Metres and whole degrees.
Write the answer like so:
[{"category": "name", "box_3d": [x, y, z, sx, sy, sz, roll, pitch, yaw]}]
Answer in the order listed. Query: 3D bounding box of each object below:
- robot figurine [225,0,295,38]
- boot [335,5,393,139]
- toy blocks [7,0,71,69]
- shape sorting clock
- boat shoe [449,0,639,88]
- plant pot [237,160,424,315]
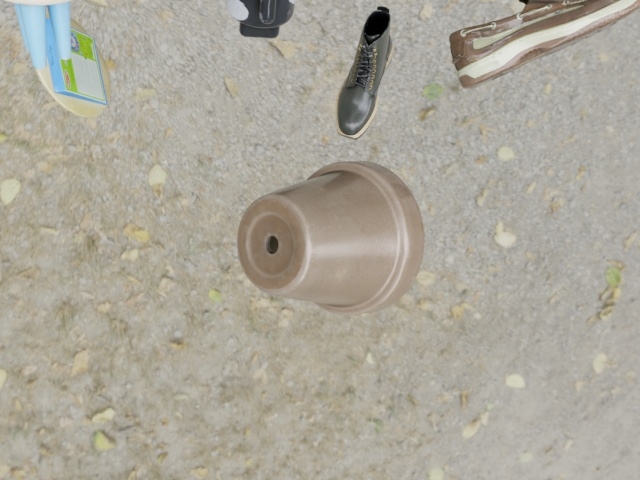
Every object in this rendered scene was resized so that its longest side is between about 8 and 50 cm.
[{"category": "robot figurine", "box_3d": [-0.133, -0.614, 1.461, 0.173, 0.209, 0.278, -36, 156, -32]}, {"category": "boot", "box_3d": [0.070, -0.283, 1.056, 0.077, 0.137, 0.197, 15, 83, 6]}, {"category": "toy blocks", "box_3d": [-0.171, -0.152, 0.283, 0.123, 0.054, 0.148, 3, 135, -12]}, {"category": "shape sorting clock", "box_3d": [-0.483, -0.340, 1.213, 0.040, 0.206, 0.206, -13, 119, 17]}, {"category": "boat shoe", "box_3d": [0.298, -0.301, 0.845, 0.257, 0.095, 0.095, -23, 93, 8]}, {"category": "plant pot", "box_3d": [0.000, 0.000, 0.992, 0.229, 0.263, 0.263, -4, 118, -52]}]
